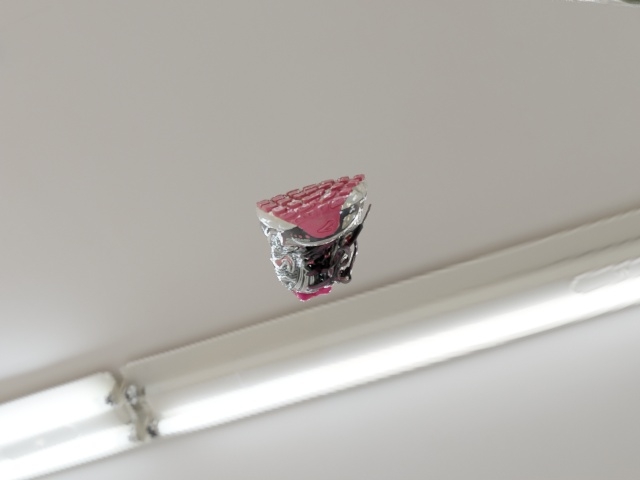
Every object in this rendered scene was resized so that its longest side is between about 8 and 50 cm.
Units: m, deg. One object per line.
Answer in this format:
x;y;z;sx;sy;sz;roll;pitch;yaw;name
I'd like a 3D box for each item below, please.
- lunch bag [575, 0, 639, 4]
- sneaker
0.281;-0.339;0.715;0.169;0.235;0.286;20;-67;41;lunch bag
0.000;0.000;0.956;0.121;0.299;0.111;-16;-95;-4;sneaker
